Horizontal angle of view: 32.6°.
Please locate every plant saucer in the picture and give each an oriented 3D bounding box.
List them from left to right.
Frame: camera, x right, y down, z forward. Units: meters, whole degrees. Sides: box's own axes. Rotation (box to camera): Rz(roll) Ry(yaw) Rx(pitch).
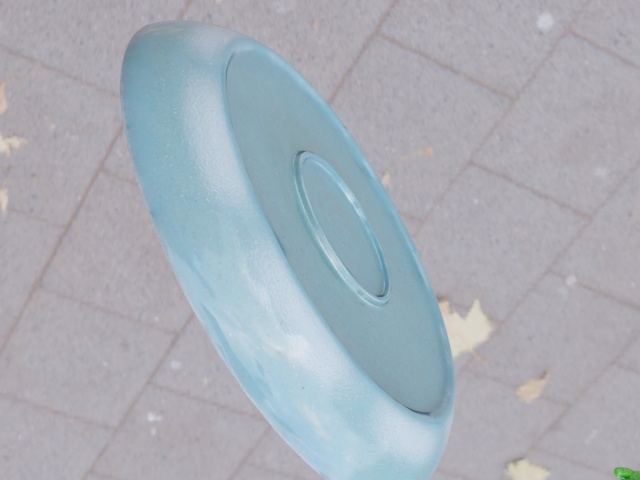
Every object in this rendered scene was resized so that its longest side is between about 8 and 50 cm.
[{"bbox_3d":[0.000,0.000,0.648,0.044,0.317,0.317,-28,124,17],"label":"plant saucer"}]

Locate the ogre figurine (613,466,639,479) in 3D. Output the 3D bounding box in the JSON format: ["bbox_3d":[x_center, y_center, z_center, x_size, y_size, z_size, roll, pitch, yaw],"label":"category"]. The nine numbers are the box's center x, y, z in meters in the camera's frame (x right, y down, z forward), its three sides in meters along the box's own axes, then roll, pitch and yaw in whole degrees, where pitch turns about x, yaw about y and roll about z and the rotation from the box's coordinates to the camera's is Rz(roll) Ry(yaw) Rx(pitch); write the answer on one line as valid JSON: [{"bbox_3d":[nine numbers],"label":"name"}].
[{"bbox_3d":[0.305,0.157,0.856,0.197,0.097,0.118,6,129,-53],"label":"ogre figurine"}]
